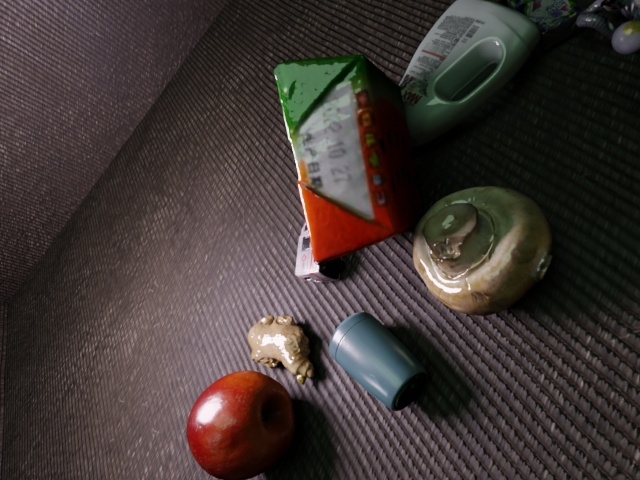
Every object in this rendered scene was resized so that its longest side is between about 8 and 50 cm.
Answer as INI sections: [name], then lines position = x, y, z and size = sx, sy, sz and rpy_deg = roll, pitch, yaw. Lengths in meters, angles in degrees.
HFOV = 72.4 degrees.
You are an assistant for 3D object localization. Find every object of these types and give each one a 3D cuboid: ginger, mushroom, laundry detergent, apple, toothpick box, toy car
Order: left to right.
[apple]
position = -0.169, 0.397, 0.948
size = 0.201, 0.218, 0.218
rpy_deg = -25, 55, 31
[ginger]
position = -0.088, 0.250, 1.050
size = 0.213, 0.074, 0.138
rpy_deg = 7, 83, 46
[toy car]
position = 0.000, 0.000, 1.089
size = 0.108, 0.089, 0.210
rpy_deg = -11, 65, 42
[toothpick box]
position = 0.114, 0.237, 0.854
size = 0.184, 0.120, 0.120
rpy_deg = 39, 96, 41
[laundry detergent]
position = 0.270, -0.339, 1.000
size = 0.398, 0.124, 0.264
rpy_deg = -50, 44, 11
[mushroom]
position = 0.283, 0.011, 0.780
size = 0.254, 0.184, 0.255
rpy_deg = -29, 39, 26

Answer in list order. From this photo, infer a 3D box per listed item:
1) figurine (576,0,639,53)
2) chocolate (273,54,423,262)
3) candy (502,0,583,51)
[figurine]
position = 0.597, -0.344, 0.689
size = 0.261, 0.186, 0.382
rpy_deg = -15, 54, 22
[chocolate]
position = 0.081, -0.162, 0.863
size = 0.161, 0.360, 0.342
rpy_deg = -10, 95, 23
[candy]
position = 0.466, -0.548, 0.979
size = 0.088, 0.061, 0.313
rpy_deg = -31, 52, 23
